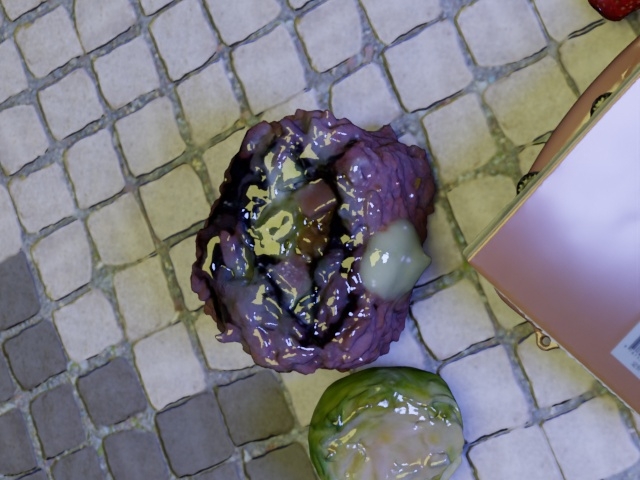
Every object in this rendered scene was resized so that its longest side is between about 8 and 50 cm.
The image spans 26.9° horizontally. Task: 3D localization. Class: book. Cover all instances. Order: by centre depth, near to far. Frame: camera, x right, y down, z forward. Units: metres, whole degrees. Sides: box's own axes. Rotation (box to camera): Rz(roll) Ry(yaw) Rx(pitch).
[{"bbox_3d":[0.345,-0.036,1.178,0.262,0.028,0.374,42,96,-8],"label":"book"}]

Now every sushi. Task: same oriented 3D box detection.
[{"bbox_3d":[0.000,0.000,1.351,0.237,0.171,0.270,18,92,24],"label":"sushi"}]

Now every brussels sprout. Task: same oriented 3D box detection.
[{"bbox_3d":[0.063,0.193,1.348,0.152,0.122,0.149,18,106,-11],"label":"brussels sprout"}]

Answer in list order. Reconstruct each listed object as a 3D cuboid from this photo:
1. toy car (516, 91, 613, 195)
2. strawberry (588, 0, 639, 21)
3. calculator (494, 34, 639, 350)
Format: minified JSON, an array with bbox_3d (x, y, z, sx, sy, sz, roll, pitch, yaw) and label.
[{"bbox_3d":[0.254,-0.071,1.231,0.070,0.080,0.170,41,103,-8],"label":"toy car"},{"bbox_3d":[0.294,-0.287,1.248,0.131,0.131,0.148,45,99,19],"label":"strawberry"},{"bbox_3d":[0.299,-0.030,1.279,0.220,0.048,0.329,35,102,21],"label":"calculator"}]
